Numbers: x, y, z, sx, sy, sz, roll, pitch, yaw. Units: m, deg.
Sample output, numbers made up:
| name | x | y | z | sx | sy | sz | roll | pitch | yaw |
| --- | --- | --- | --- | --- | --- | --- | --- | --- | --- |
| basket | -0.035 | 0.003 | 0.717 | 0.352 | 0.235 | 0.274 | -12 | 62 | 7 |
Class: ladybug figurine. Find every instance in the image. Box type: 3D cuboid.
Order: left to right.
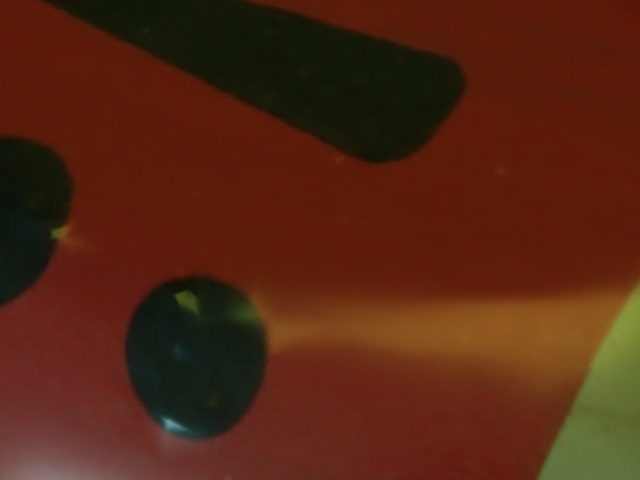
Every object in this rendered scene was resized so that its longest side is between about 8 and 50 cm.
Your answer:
| name | x | y | z | sx | sy | sz | roll | pitch | yaw |
| --- | --- | --- | --- | --- | --- | --- | --- | --- | --- |
| ladybug figurine | 0.000 | 0.000 | 0.607 | 0.449 | 0.162 | 0.305 | 19 | 58 | 28 |
